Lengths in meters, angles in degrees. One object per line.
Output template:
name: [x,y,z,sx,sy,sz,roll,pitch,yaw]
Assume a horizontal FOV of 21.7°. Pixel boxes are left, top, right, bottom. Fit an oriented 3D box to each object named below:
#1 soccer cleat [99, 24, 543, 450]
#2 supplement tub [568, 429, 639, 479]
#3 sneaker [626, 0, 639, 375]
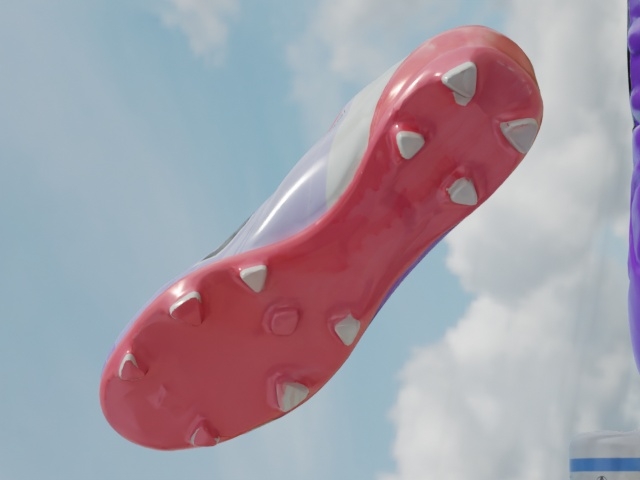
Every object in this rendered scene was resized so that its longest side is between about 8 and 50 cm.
soccer cleat: [0.000,0.000,0.752,0.248,0.083,0.095,-44,14,12]
supplement tub: [0.140,0.134,0.701,0.071,0.071,0.107,24,-116,-69]
sneaker: [0.155,-0.067,0.587,0.293,0.102,0.146,90,167,-45]
